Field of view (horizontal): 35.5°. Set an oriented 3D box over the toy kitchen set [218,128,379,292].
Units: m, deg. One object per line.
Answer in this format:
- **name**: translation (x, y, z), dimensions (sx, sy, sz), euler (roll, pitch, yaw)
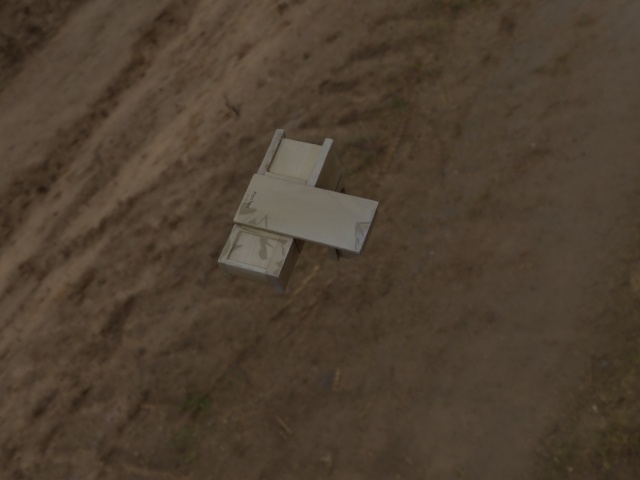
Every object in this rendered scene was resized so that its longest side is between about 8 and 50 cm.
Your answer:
- **toy kitchen set**: translation (0.000, 0.000, 0.528), dimensions (0.068, 0.075, 0.083), euler (13, 63, 18)
